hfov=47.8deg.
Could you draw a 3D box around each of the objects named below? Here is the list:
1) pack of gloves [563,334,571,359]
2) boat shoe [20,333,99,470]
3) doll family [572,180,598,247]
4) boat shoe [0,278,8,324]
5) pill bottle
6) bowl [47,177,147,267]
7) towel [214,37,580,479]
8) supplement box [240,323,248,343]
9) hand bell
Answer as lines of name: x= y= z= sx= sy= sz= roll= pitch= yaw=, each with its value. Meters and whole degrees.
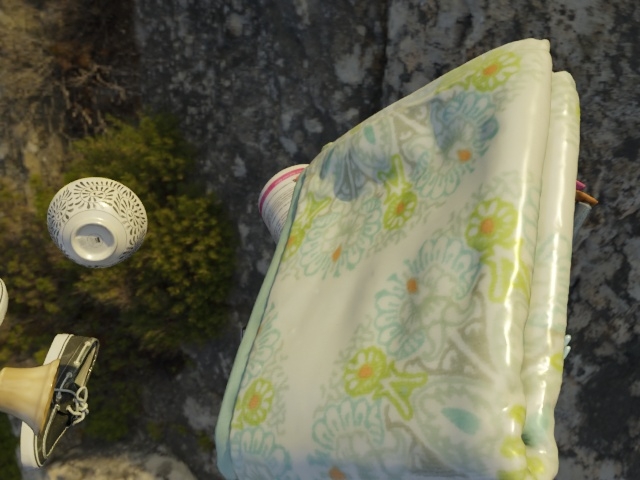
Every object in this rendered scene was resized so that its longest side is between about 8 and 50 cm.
pack of gloves: x=0.322 y=0.191 z=1.322 sx=0.232 sy=0.046 sz=0.195 roll=-39 pitch=48 yaw=-4
boat shoe: x=-0.536 y=0.334 z=1.515 sx=0.104 sy=0.306 sz=0.113 roll=3 pitch=133 yaw=0
doll family: x=0.296 y=0.011 z=0.961 sx=0.118 sy=0.263 sz=0.163 roll=29 pitch=94 yaw=0
boat shoe: x=-0.562 y=0.130 z=1.027 sx=0.108 sy=0.301 sz=0.102 roll=20 pitch=131 yaw=12
pill bottle: x=0.000 y=0.000 z=1.387 sx=0.160 sy=0.160 sz=0.283 roll=-56 pitch=45 yaw=31
bowl: x=-0.382 y=-0.015 z=1.229 sx=0.080 sy=0.170 sz=0.170 roll=-114 pitch=36 yaw=-63
towel: x=0.060 y=0.030 z=0.628 sx=0.320 sy=0.090 sz=0.375 roll=-22 pitch=46 yaw=48
supplement box: x=-0.117 y=0.241 z=1.721 sx=0.239 sy=0.073 sz=0.130 roll=-40 pitch=48 yaw=55
hand bell: x=-0.545 y=0.222 z=1.128 sx=0.241 sy=0.126 sz=0.126 roll=15 pitch=117 yaw=-14
